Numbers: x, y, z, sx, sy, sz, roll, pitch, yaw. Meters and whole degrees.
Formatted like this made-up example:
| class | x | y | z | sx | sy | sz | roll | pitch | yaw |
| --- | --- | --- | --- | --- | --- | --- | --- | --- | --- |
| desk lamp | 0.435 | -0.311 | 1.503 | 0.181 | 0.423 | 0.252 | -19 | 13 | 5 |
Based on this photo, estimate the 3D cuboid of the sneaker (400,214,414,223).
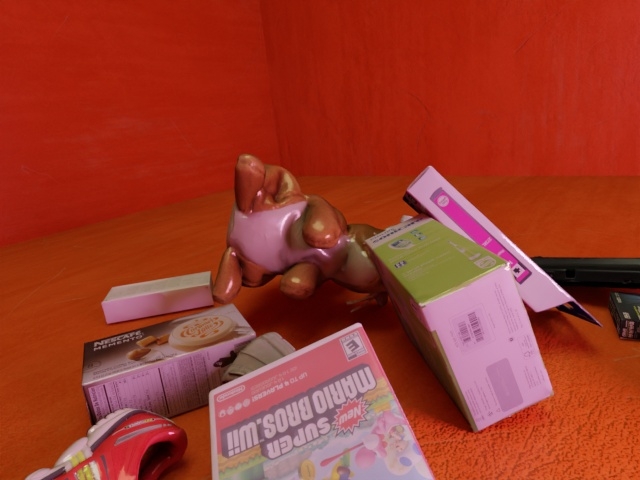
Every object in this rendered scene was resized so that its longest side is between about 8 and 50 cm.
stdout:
| class | x | y | z | sx | sy | sz | roll | pitch | yaw |
| --- | --- | --- | --- | --- | --- | --- | --- | --- | --- |
| sneaker | 0.331 | -0.003 | 1.226 | 0.258 | 0.091 | 0.094 | 11 | 6 | -16 |

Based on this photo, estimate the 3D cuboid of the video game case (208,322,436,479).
| class | x | y | z | sx | sy | sz | roll | pitch | yaw |
| --- | --- | --- | --- | --- | --- | --- | --- | --- | --- |
| video game case | -0.006 | 0.221 | 0.417 | 0.204 | 0.025 | 0.285 | -25 | 35 | 0 |

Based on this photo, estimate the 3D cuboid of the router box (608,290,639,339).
| class | x | y | z | sx | sy | sz | roll | pitch | yaw |
| --- | --- | --- | --- | --- | --- | --- | --- | --- | --- |
| router box | 0.560 | 0.130 | 0.752 | 0.092 | 0.038 | 0.122 | 1 | 17 | 25 |

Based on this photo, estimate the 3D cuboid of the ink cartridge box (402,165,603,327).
| class | x | y | z | sx | sy | sz | roll | pitch | yaw |
| --- | --- | --- | --- | --- | --- | --- | --- | --- | --- |
| ink cartridge box | 0.301 | 0.023 | 0.779 | 0.069 | 0.371 | 0.176 | -48 | -6 | 5 |

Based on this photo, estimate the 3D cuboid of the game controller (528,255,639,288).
| class | x | y | z | sx | sy | sz | roll | pitch | yaw |
| --- | --- | --- | --- | --- | --- | --- | --- | --- | --- |
| game controller | 0.566 | 0.066 | 0.896 | 0.319 | 0.067 | 0.167 | -1 | -1 | 45 |

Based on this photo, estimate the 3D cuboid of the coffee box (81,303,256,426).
| class | x | y | z | sx | sy | sz | roll | pitch | yaw |
| --- | --- | --- | --- | --- | --- | --- | --- | --- | --- |
| coffee box | -0.235 | 0.198 | 0.700 | 0.247 | 0.098 | 0.141 | -13 | 17 | -23 |

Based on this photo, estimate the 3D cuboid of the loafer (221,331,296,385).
| class | x | y | z | sx | sy | sz | roll | pitch | yaw |
| --- | --- | --- | --- | --- | --- | --- | --- | --- | --- |
| loafer | -0.022 | 0.225 | 0.543 | 0.111 | 0.112 | 0.319 | -35 | 29 | -23 |

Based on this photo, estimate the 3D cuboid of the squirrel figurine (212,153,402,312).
| class | x | y | z | sx | sy | sz | roll | pitch | yaw |
| --- | --- | --- | --- | --- | --- | --- | --- | --- | --- |
| squirrel figurine | 0.000 | 0.000 | 0.939 | 0.371 | 0.280 | 0.397 | 12 | 6 | -4 |

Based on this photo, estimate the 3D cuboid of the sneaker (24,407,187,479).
| class | x | y | z | sx | sy | sz | roll | pitch | yaw |
| --- | --- | --- | --- | --- | --- | --- | --- | --- | --- |
| sneaker | -0.232 | 0.274 | 0.441 | 0.119 | 0.107 | 0.279 | 8 | 21 | 13 |

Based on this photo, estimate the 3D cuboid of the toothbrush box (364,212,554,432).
| class | x | y | z | sx | sy | sz | roll | pitch | yaw |
| --- | --- | --- | --- | --- | --- | --- | --- | --- | --- |
| toothbrush box | 0.187 | 0.099 | 0.657 | 0.122 | 0.206 | 0.283 | -25 | 18 | 1 |

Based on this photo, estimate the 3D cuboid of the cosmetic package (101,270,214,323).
| class | x | y | z | sx | sy | sz | roll | pitch | yaw |
| --- | --- | --- | --- | --- | --- | --- | --- | --- | --- |
| cosmetic package | -0.379 | 0.134 | 1.043 | 0.239 | 0.060 | 0.099 | -9 | 14 | -9 |
